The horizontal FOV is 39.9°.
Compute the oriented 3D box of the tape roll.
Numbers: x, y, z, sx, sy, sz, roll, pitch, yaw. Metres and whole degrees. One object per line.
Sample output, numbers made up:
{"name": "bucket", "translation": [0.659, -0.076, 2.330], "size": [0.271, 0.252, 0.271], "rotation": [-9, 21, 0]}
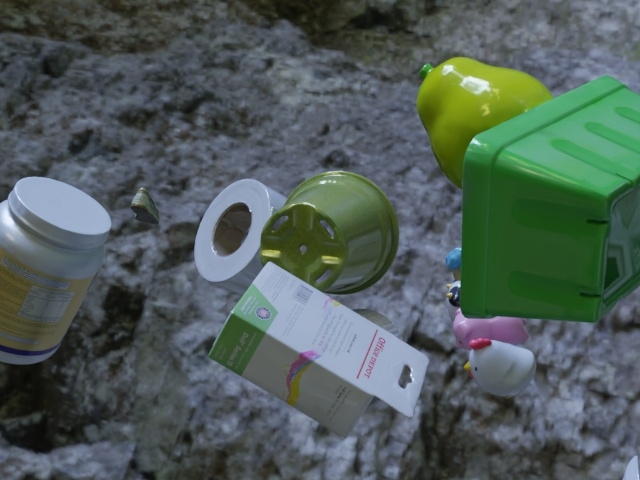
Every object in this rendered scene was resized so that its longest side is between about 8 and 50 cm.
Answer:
{"name": "tape roll", "translation": [-0.192, -0.010, 2.241], "size": [0.100, 0.286, 0.286], "rotation": [29, -108, -40]}

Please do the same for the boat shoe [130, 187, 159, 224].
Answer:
{"name": "boat shoe", "translation": [-0.388, -0.073, 1.963], "size": [0.153, 0.056, 0.048], "rotation": [83, -162, -75]}

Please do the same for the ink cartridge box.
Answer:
{"name": "ink cartridge box", "translation": [0.004, 0.209, 1.576], "size": [0.119, 0.353, 0.207], "rotation": [-60, -2, 30]}

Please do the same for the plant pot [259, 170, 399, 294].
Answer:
{"name": "plant pot", "translation": [0.000, 0.000, 1.818], "size": [0.254, 0.276, 0.276], "rotation": [-22, -60, -70]}

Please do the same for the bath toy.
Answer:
{"name": "bath toy", "translation": [0.306, 0.147, 1.656], "size": [0.129, 0.151, 0.348], "rotation": [38, -152, -21]}

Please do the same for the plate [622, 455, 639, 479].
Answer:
{"name": "plate", "translation": [0.708, 0.679, 1.997], "size": [0.278, 0.045, 0.277], "rotation": [-63, -35, -54]}

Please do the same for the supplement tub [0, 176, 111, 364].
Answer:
{"name": "supplement tub", "translation": [-0.593, 0.061, 1.813], "size": [0.331, 0.241, 0.241], "rotation": [-58, -18, 19]}

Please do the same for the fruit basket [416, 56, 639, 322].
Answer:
{"name": "fruit basket", "translation": [0.276, -0.088, 1.172], "size": [0.392, 0.392, 0.283], "rotation": [-43, -44, -53]}

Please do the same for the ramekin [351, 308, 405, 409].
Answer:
{"name": "ramekin", "translation": [0.078, 0.237, 1.819], "size": [0.109, 0.207, 0.207], "rotation": [-17, -64, -55]}
